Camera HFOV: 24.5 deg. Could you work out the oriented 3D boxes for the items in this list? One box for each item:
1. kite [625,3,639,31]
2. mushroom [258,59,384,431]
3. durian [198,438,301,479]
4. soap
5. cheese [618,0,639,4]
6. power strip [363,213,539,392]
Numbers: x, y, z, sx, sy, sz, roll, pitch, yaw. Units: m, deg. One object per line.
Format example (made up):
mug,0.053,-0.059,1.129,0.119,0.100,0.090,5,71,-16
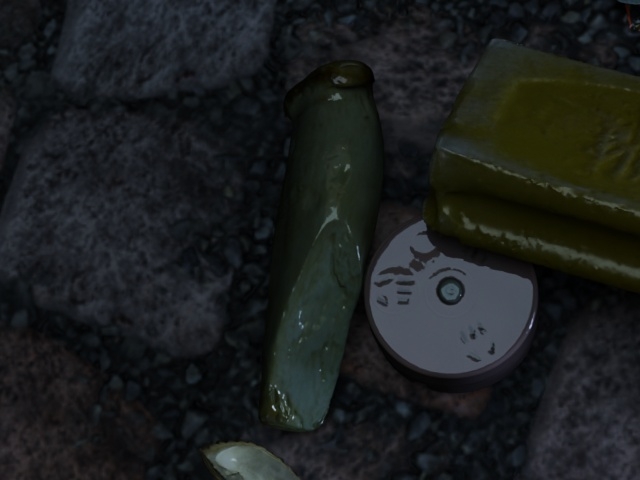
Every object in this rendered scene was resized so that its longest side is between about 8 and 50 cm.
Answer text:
kite,0.393,-0.316,1.379,0.377,0.013,0.327,40,83,17
mushroom,0.002,-0.001,1.299,0.087,0.107,0.333,14,71,-22
durian,-0.046,0.208,1.260,0.130,0.066,0.052,36,82,7
soap,0.258,-0.055,1.239,0.314,0.091,0.199,18,44,13
cheese,0.291,-0.274,1.366,0.067,0.026,0.121,2,75,11
power strip,0.115,0.051,1.276,0.154,0.078,0.154,-3,73,9
